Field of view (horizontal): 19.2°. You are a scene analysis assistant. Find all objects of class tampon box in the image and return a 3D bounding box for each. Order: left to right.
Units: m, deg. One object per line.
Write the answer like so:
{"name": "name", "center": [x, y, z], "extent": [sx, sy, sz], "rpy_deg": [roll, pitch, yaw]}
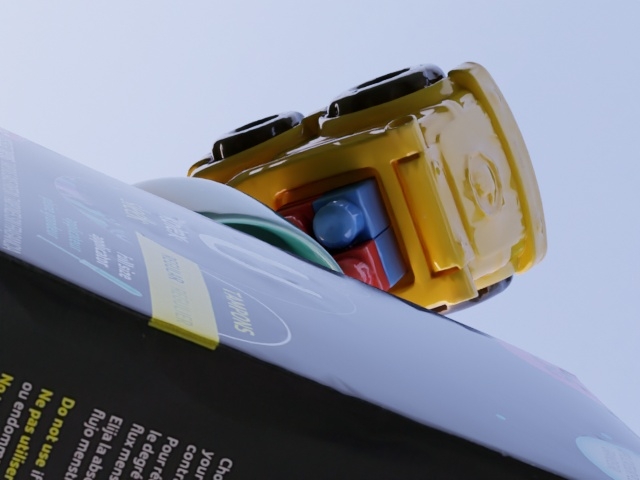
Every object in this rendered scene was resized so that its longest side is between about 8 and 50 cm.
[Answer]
{"name": "tampon box", "center": [-0.017, 0.059, 0.386], "extent": [0.101, 0.161, 0.120], "rpy_deg": [-65, -164, 8]}

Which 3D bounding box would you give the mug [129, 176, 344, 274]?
{"name": "mug", "center": [-0.050, 0.045, 0.815], "extent": [0.129, 0.158, 0.097], "rpy_deg": [-54, -150, -2]}

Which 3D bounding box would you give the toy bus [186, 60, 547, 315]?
{"name": "toy bus", "center": [0.000, 0.000, 1.123], "extent": [0.220, 0.211, 0.149], "rpy_deg": [-16, -80, 26]}
